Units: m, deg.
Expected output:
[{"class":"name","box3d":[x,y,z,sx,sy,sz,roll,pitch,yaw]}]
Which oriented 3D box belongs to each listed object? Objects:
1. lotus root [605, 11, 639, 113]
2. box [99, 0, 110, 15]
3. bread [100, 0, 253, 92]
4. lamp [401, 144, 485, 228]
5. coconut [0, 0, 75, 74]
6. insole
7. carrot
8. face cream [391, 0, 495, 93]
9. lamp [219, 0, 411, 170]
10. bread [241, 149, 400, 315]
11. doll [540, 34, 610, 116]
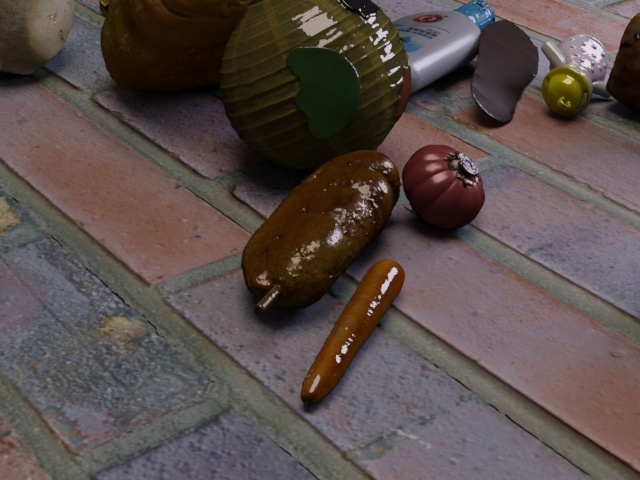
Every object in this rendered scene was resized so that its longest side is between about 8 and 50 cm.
[{"class":"lotus root","box3d":[0.565,-0.251,1.639,0.291,0.193,0.193,15,33,20]},{"class":"box","box3d":[-0.316,-0.388,1.989,0.089,0.022,0.156,-13,33,-26]},{"class":"bread","box3d":[-0.131,-0.317,1.642,0.328,0.148,0.337,-9,-12,-24]},{"class":"lamp","box3d":[0.147,-0.064,1.380,0.107,0.092,0.107,28,39,-26]},{"class":"coconut","box3d":[-0.499,-0.358,1.762,0.222,0.202,0.202,16,33,16]},{"class":"insole","box3d":[0.278,-0.264,1.759,0.111,0.007,0.328,38,35,-7]},{"class":"carrot","box3d":[0.034,0.089,1.168,0.043,0.043,0.248,12,34,18]},{"class":"face cream","box3d":[0.165,-0.306,1.806,0.163,0.080,0.337,16,33,35]},{"class":"lamp","box3d":[-0.021,-0.229,1.473,0.250,0.284,0.250,-29,13,8]},{"class":"bread","box3d":[-0.001,-0.002,1.280,0.124,0.084,0.344,-9,24,28]},{"class":"doll","box3d":[0.377,-0.245,1.714,0.129,0.081,0.207,36,38,-4]}]
